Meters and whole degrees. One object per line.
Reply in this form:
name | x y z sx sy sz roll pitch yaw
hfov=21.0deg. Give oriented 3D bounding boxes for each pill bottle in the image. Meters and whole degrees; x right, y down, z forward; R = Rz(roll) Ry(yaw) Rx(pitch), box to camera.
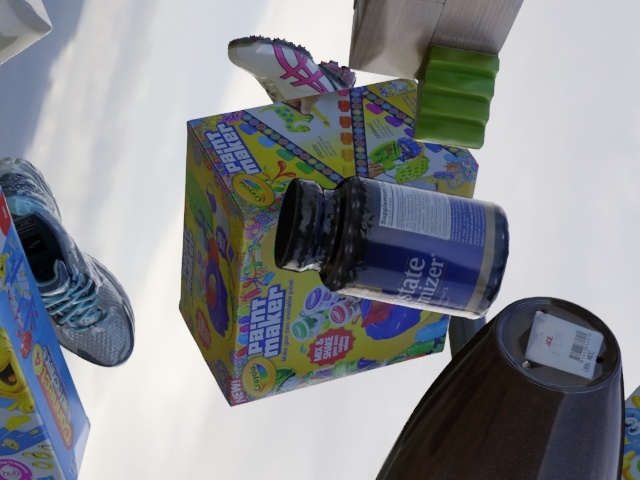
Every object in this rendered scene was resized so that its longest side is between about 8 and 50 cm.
pill bottle | 0.070 0.002 1.745 0.123 0.219 0.122 -170 -90 -79

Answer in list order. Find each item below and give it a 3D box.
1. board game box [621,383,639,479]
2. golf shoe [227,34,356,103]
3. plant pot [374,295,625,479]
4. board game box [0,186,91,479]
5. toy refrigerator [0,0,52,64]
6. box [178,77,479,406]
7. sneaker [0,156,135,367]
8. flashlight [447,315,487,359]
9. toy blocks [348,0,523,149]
board game box | 0.362 0.231 1.705 0.144 0.275 0.142 20 -42 38
golf shoe | -0.034 -0.187 2.060 0.067 0.186 0.086 -6 -111 52
plant pot | 0.172 0.163 1.466 0.215 0.215 0.230 -93 -167 -46
board game box | -0.387 0.099 1.488 0.086 0.308 0.302 -84 166 -46
toy refrigerator | -0.437 -0.213 1.911 0.270 0.094 0.102 -32 -122 9
box | 0.000 0.000 1.956 0.290 0.279 0.177 96 -27 -42
sneaker | -0.303 0.047 1.950 0.110 0.283 0.122 -32 -155 3
flashlight | 0.204 0.135 2.308 0.103 0.103 0.304 -45 -140 48
toy blocks | 0.097 -0.291 1.130 0.261 0.191 0.381 110 -12 -63
